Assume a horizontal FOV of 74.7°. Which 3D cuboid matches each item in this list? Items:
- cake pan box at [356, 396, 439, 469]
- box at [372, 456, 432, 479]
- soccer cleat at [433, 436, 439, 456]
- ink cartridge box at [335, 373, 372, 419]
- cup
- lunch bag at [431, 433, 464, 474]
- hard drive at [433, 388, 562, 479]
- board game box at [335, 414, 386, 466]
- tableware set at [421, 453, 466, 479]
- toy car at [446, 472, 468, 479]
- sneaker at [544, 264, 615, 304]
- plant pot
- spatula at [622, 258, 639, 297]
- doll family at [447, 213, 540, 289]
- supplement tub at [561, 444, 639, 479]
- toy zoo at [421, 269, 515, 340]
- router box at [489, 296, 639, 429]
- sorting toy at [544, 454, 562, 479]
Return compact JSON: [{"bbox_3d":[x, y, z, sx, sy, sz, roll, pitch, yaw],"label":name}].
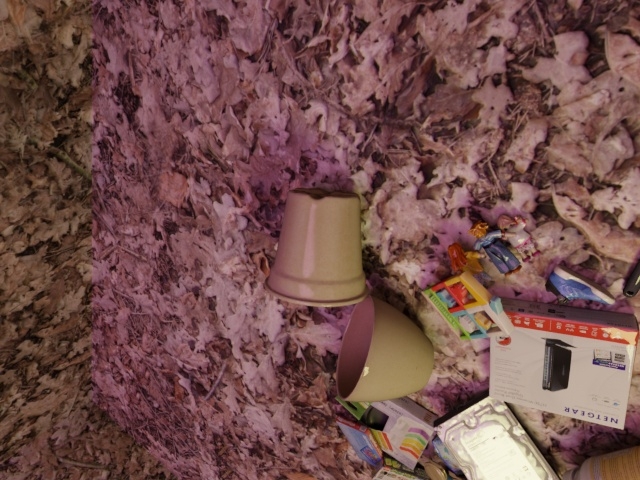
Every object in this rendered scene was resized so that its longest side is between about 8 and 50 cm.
[{"bbox_3d":[0.268,0.671,1.539,0.266,0.070,0.246,28,120,20],"label":"cake pan box"},{"bbox_3d":[0.310,0.884,1.571,0.206,0.036,0.114,21,122,-5],"label":"box"},{"bbox_3d":[0.417,0.742,1.500,0.035,0.029,0.083,-21,103,32],"label":"soccer cleat"},{"bbox_3d":[0.151,0.497,1.447,0.109,0.209,0.062,40,127,11],"label":"ink cartridge box"},{"bbox_3d":[0.213,0.358,1.319,0.236,0.331,0.331,16,122,-7],"label":"cup"},{"bbox_3d":[0.474,0.707,1.409,0.128,0.096,0.151,-35,80,36],"label":"lunch bag"},{"bbox_3d":[0.544,0.660,1.295,0.236,0.064,0.339,-36,81,12],"label":"hard drive"},{"bbox_3d":[0.166,0.778,1.601,0.145,0.027,0.282,6,133,41],"label":"board game box"},{"bbox_3d":[0.438,0.803,1.412,0.194,0.039,0.129,10,120,49],"label":"tableware set"},{"bbox_3d":[0.487,0.961,1.402,0.219,0.238,0.211,7,121,33],"label":"toy car"},{"bbox_3d":[0.658,0.137,1.078,0.152,0.058,0.085,32,118,21],"label":"sneaker"},{"bbox_3d":[0.000,0.000,1.295,0.333,0.333,0.306,11,104,28],"label":"plant pot"},{"bbox_3d":[0.773,0.010,0.973,0.084,0.030,0.297,20,119,25],"label":"spatula"},{"bbox_3d":[0.443,0.035,1.131,0.163,0.118,0.263,50,127,4],"label":"doll family"},{"bbox_3d":[0.840,0.667,1.077,0.241,0.241,0.331,51,127,4],"label":"supplement tub"},{"bbox_3d":[0.408,0.186,1.167,0.192,0.030,0.293,52,161,7],"label":"toy zoo"},{"bbox_3d":[0.647,0.327,1.151,0.335,0.082,0.302,4,112,30],"label":"router box"},{"bbox_3d":[0.686,0.781,1.340,0.347,0.047,0.196,-29,93,36],"label":"sorting toy"}]
